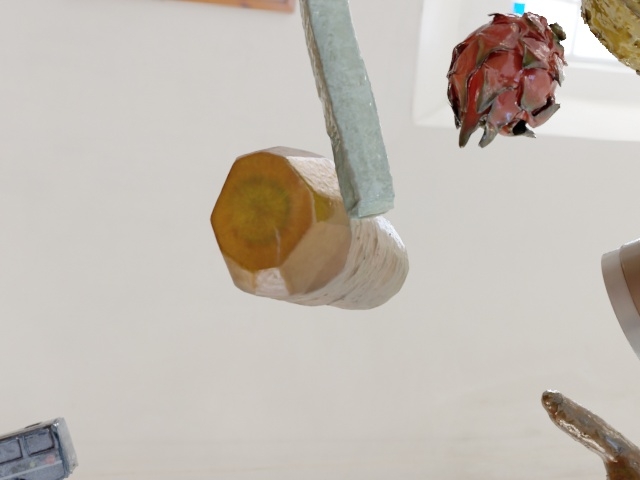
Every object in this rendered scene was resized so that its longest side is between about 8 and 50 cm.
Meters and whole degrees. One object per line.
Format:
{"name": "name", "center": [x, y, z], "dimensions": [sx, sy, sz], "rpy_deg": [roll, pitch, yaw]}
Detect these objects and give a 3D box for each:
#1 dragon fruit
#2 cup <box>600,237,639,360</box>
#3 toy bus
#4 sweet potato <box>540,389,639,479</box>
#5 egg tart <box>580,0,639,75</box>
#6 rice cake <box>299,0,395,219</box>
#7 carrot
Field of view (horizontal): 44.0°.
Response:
{"name": "dragon fruit", "center": [0.311, -0.273, 1.358], "dimensions": [0.193, 0.192, 0.274], "rpy_deg": [41, -88, 30]}
{"name": "cup", "center": [0.215, 0.034, 0.412], "dimensions": [0.099, 0.074, 0.102], "rpy_deg": [-27, -97, 30]}
{"name": "toy bus", "center": [-0.304, 0.208, 0.703], "dimensions": [0.047, 0.166, 0.065], "rpy_deg": [162, -88, -83]}
{"name": "sweet potato", "center": [0.331, 0.256, 0.827], "dimensions": [0.269, 0.075, 0.075], "rpy_deg": [52, -17, -1]}
{"name": "egg tart", "center": [0.458, -0.308, 1.054], "dimensions": [0.132, 0.342, 0.341], "rpy_deg": [-56, -146, 41]}
{"name": "rice cake", "center": [0.015, -0.097, 0.507], "dimensions": [0.029, 0.033, 0.170], "rpy_deg": [142, -65, -72]}
{"name": "carrot", "center": [0.000, 0.000, 0.650], "dimensions": [0.302, 0.114, 0.114], "rpy_deg": [28, 58, -73]}
